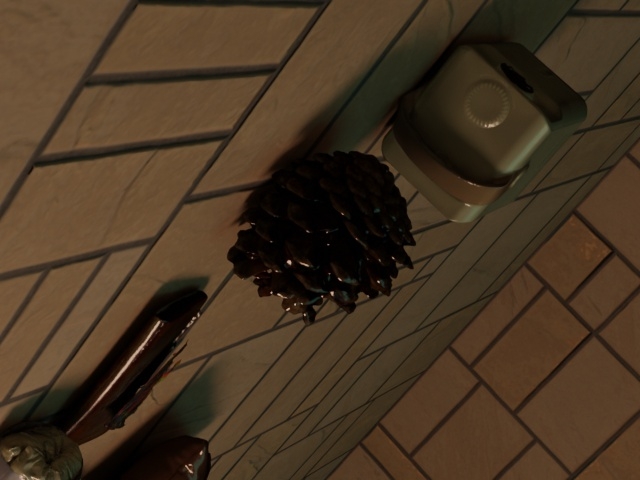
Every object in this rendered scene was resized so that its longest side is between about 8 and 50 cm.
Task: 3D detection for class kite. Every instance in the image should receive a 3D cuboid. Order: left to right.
[{"bbox_3d":[-0.216,0.185,1.528,0.190,0.010,0.159,-50,172,34],"label":"kite"}]

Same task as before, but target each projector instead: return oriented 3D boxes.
[{"bbox_3d":[0.201,-0.135,1.539,0.177,0.163,0.242,-52,165,25],"label":"projector"}]

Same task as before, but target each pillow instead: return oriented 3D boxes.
[{"bbox_3d":[-0.278,0.400,1.823,0.305,0.108,0.308,-40,174,-12],"label":"pillow"}]

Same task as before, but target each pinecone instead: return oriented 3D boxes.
[{"bbox_3d":[0.000,-0.003,1.380,0.204,0.179,0.184,-28,144,7],"label":"pinecone"}]

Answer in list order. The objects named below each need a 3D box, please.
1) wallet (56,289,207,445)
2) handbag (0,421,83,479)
[{"bbox_3d":[-0.225,0.156,1.486,0.255,0.031,0.137,-48,168,24],"label":"wallet"},{"bbox_3d":[-0.340,0.276,1.407,0.173,0.095,0.117,-47,168,24],"label":"handbag"}]
